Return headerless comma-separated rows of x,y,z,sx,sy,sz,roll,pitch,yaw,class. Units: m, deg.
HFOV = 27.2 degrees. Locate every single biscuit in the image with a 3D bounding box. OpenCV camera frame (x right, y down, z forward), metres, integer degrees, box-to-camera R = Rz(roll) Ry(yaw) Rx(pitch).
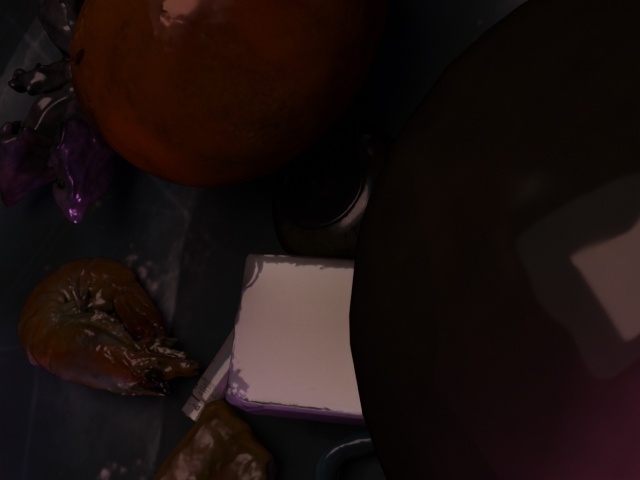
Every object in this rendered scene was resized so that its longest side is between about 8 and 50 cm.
-0.084,0.238,1.042,0.174,0.039,0.183,37,94,36,biscuit

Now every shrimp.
-0.185,0.075,1.158,0.217,0.051,0.115,17,80,37,shrimp

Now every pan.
0.014,-0.003,1.064,0.128,0.048,0.202,-16,64,28,pan

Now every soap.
0.027,0.076,0.994,0.183,0.064,0.121,5,76,17,soap

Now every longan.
0.189,0.026,0.756,0.336,0.404,0.405,16,81,16,longan

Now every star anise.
-0.221,-0.136,1.221,0.198,0.110,0.258,6,69,33,star anise

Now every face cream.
-0.075,0.100,1.098,0.038,0.020,0.115,33,90,36,face cream

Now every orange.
-0.073,-0.179,1.060,0.284,0.226,0.284,-50,22,29,orange

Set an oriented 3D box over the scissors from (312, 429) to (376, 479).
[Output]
0.116,0.200,0.931,0.289,0.041,0.138,-2,54,26,scissors
